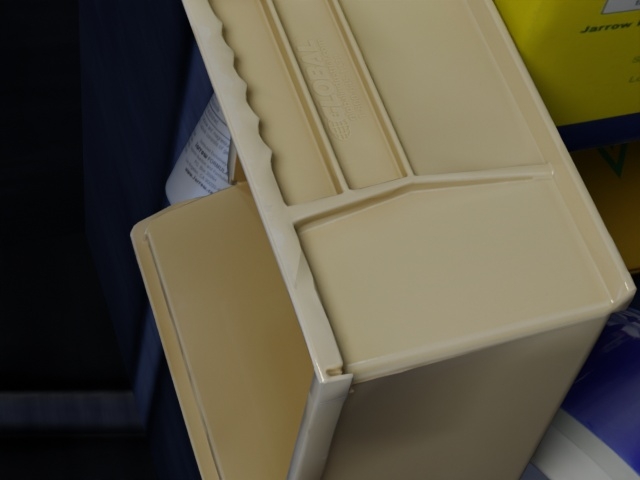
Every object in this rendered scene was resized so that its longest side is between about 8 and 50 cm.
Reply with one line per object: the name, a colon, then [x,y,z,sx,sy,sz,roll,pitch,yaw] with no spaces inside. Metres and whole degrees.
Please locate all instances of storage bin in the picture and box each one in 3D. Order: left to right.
storage bin: [0.000,0.000,0.665,0.262,0.123,0.260,101,152,-56]

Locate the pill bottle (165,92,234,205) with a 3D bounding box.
pill bottle: [-0.019,-0.106,1.205,0.229,0.131,0.131,-60,31,17]

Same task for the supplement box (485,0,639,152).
supplement box: [0.151,-0.219,0.568,0.356,0.195,0.194,104,150,-55]

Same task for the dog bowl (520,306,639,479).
dog bowl: [0.165,0.166,0.781,0.265,0.104,0.265,49,160,24]

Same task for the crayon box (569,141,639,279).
crayon box: [0.131,-0.070,0.937,0.202,0.081,0.318,149,110,-73]
